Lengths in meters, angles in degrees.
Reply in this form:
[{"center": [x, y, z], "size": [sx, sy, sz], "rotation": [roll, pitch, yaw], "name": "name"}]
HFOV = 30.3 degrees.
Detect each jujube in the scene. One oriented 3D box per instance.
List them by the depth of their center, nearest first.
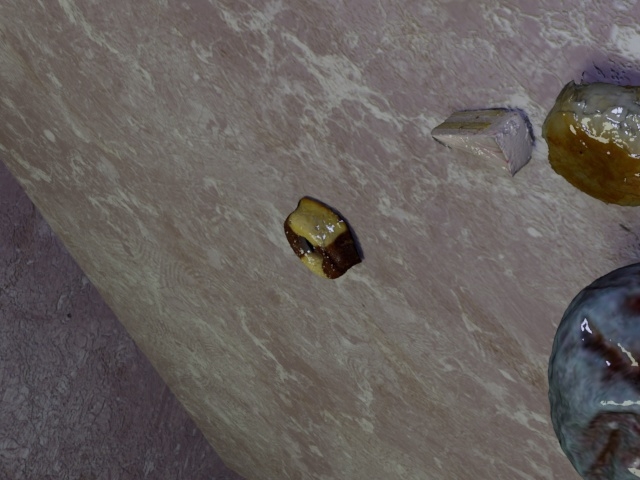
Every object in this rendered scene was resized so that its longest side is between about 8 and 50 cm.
[{"center": [0.370, 0.151, 1.284], "size": [0.246, 0.215, 0.308], "rotation": [28, 149, 13], "name": "jujube"}]

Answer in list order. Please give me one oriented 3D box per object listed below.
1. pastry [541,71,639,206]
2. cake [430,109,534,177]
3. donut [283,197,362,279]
[{"center": [0.290, -0.095, 1.166], "size": [0.153, 0.081, 0.153], "rotation": [33, 151, 21], "name": "pastry"}, {"center": [0.180, -0.126, 1.342], "size": [0.121, 0.052, 0.065], "rotation": [28, 158, 36], "name": "cake"}, {"center": [0.000, 0.000, 1.856], "size": [0.140, 0.059, 0.140], "rotation": [39, 158, 20], "name": "donut"}]
